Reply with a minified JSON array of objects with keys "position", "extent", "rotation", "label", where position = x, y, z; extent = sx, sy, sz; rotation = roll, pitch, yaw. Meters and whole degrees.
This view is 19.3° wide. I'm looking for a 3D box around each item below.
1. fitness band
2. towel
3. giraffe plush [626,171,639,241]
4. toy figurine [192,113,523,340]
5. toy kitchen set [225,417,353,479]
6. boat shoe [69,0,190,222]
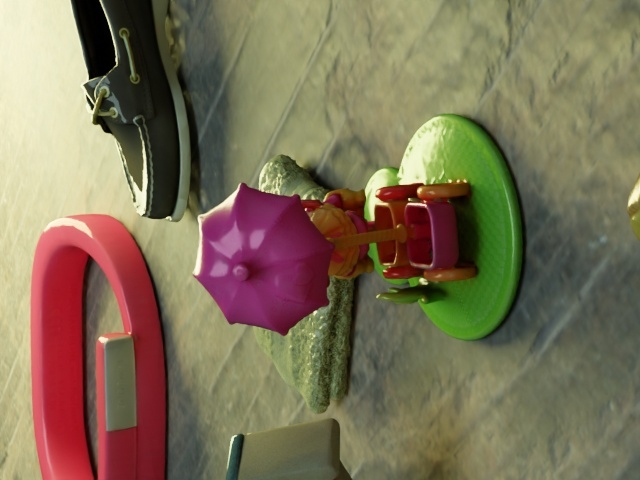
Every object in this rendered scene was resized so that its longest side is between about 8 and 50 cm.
[{"position":[-0.189,0.121,1.574],"extent":[0.209,0.054,0.290],"rotation":[-147,56,-60],"label":"fitness band"},{"position":[-0.013,0.028,1.229],"extent":[0.110,0.027,0.148],"rotation":[41,131,52],"label":"towel"},{"position":[0.216,0.049,0.687],"extent":[0.210,0.181,0.170],"rotation":[16,127,24],"label":"giraffe plush"},{"position":[0.000,0.000,1.053],"extent":[0.173,0.159,0.130],"rotation":[6,101,63],"label":"toy figurine"},{"position":[-0.018,0.235,1.052],"extent":[0.207,0.122,0.166],"rotation":[-88,-26,-50],"label":"toy kitchen set"},{"position":[-0.148,-0.122,1.407],"extent":[0.081,0.069,0.227],"rotation":[-19,80,63],"label":"boat shoe"}]
